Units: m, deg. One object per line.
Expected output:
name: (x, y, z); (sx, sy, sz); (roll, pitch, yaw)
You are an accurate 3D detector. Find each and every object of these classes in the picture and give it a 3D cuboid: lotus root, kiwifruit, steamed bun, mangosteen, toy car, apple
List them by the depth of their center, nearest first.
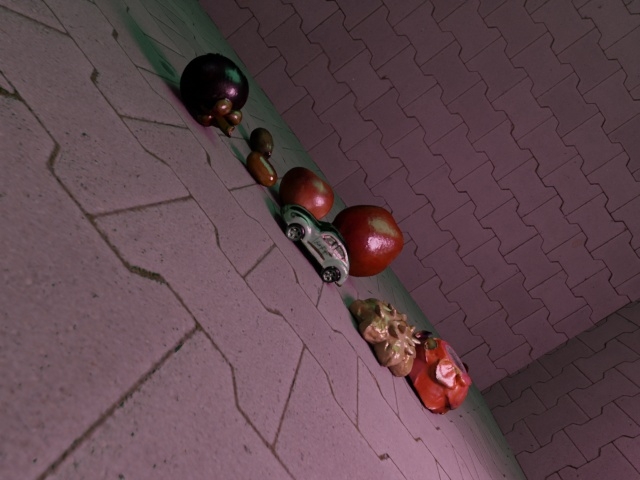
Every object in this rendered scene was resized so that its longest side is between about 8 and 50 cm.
mangosteen: (-0.290, -0.395, 1.238); (0.194, 0.194, 0.230); (-22, 106, -80)
toy car: (0.000, 0.000, 1.377); (0.306, 0.125, 0.136); (53, 10, -17)
kiwifruit: (-0.185, -0.223, 1.401); (0.124, 0.075, 0.075); (56, 9, -14)
steamed bun: (0.224, 0.290, 1.436); (0.295, 0.137, 0.292); (55, 13, -8)
apple: (-0.054, -0.149, 1.520); (0.201, 0.162, 0.201); (35, 1, -1)
lotus root: (-0.222, -0.369, 1.682); (0.081, 0.089, 0.179); (7, 37, -24)

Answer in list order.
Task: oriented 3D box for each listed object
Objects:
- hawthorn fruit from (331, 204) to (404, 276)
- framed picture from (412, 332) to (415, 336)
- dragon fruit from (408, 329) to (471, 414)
hawthorn fruit: (0.160, -0.007, 1.697); (0.295, 0.295, 0.311); (61, 8, 34)
framed picture: (0.386, 0.395, 1.967); (0.281, 0.019, 0.209); (41, 0, 38)
dragon fruit: (0.415, 0.458, 1.593); (0.290, 0.189, 0.290); (53, 9, -12)
